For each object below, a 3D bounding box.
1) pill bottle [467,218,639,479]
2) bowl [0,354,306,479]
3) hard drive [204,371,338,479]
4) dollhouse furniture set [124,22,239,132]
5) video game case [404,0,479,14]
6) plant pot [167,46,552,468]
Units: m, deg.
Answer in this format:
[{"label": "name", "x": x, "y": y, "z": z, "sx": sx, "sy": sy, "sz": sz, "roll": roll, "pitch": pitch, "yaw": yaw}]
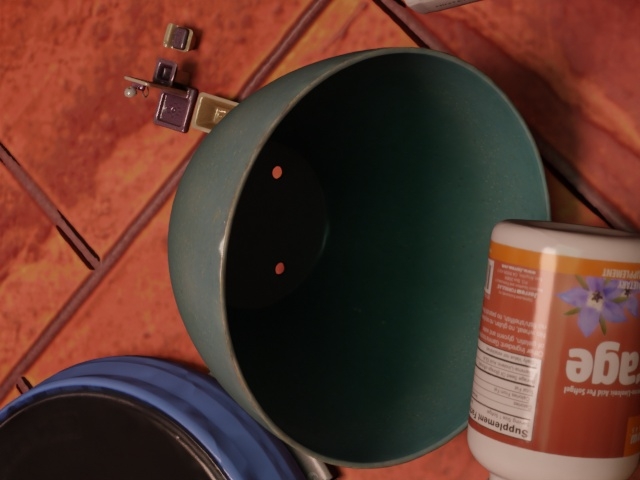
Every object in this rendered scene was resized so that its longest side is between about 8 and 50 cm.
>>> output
[{"label": "pill bottle", "x": 0.167, "y": 0.098, "z": 0.863, "sx": 0.121, "sy": 0.121, "sz": 0.216, "roll": 8, "pitch": 97, "yaw": 25}, {"label": "bowl", "x": -0.174, "y": 0.296, "z": 1.068, "sx": 0.391, "sy": 0.077, "sz": 0.391, "roll": 1, "pitch": 91, "yaw": 29}, {"label": "hard drive", "x": -0.055, "y": 0.168, "z": 1.059, "sx": 0.094, "sy": 0.022, "sz": 0.135, "roll": -38, "pitch": 74, "yaw": 20}, {"label": "dollhouse furniture set", "x": -0.106, "y": -0.132, "z": 1.056, "sx": 0.114, "sy": 0.081, "sz": 0.091, "roll": 19, "pitch": 97, "yaw": 24}, {"label": "video game case", "x": 0.171, "y": -0.327, "z": 0.735, "sx": 0.299, "sy": 0.036, "sz": 0.329, "roll": -10, "pitch": 83, "yaw": 25}, {"label": "plant pot", "x": 0.000, "y": 0.000, "z": 0.922, "sx": 0.195, "sy": 0.290, "sz": 0.290, "roll": 15, "pitch": 96, "yaw": 53}]
